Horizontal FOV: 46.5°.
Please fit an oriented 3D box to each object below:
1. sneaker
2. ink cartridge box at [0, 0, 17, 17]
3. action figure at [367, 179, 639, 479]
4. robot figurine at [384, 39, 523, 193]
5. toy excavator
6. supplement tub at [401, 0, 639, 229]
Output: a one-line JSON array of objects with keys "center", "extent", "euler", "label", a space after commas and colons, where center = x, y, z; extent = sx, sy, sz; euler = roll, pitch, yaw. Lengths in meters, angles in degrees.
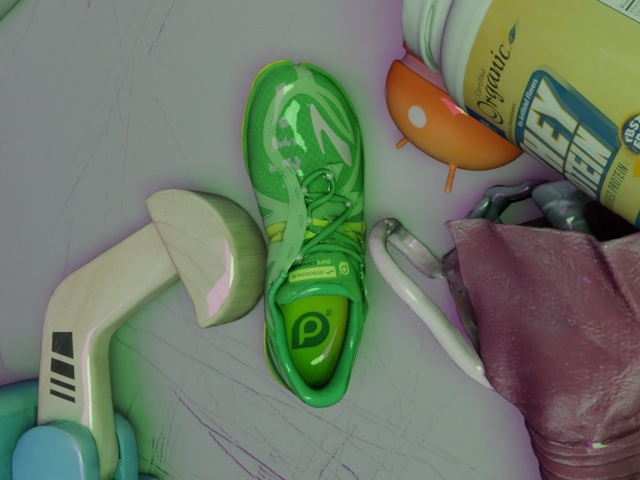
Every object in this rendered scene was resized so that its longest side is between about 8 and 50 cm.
[{"center": [0.000, 0.000, 0.617], "extent": [0.109, 0.123, 0.295], "euler": [-8, 104, -13], "label": "sneaker"}, {"center": [-0.354, -0.382, 0.708], "extent": [0.261, 0.066, 0.296], "euler": [-33, 88, 21], "label": "ink cartridge box"}, {"center": [0.188, 0.138, 0.526], "extent": [0.276, 0.248, 0.370], "euler": [-12, 93, 20], "label": "action figure"}, {"center": [0.133, -0.145, 0.556], "extent": [0.158, 0.128, 0.219], "euler": [34, 108, 10], "label": "robot figurine"}, {"center": [-0.259, 0.186, 0.716], "extent": [0.433, 0.222, 0.445], "euler": [-4, 90, 17], "label": "toy excavator"}, {"center": [0.157, -0.103, 0.398], "extent": [0.200, 0.144, 0.144], "euler": [41, 110, 25], "label": "supplement tub"}]
